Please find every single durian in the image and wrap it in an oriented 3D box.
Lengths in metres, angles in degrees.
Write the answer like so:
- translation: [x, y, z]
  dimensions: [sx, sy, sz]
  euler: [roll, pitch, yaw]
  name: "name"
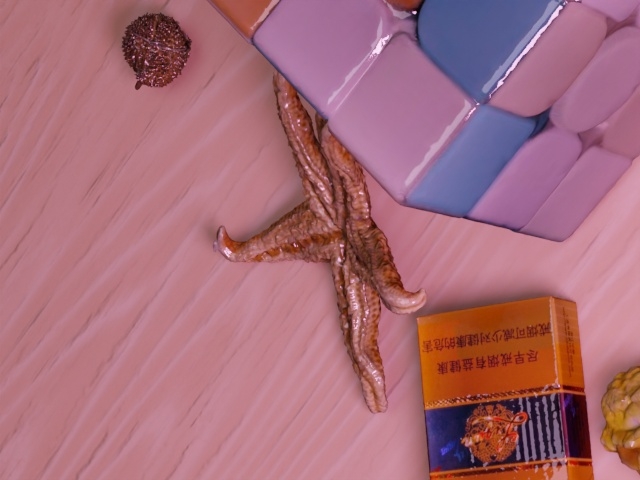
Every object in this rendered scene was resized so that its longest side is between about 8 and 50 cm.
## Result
- translation: [-0.184, -0.207, 2.185]
  dimensions: [0.080, 0.080, 0.091]
  euler: [41, 107, 28]
  name: "durian"

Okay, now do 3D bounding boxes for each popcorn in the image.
- translation: [0.311, 0.169, 1.825]
  dimensions: [0.116, 0.106, 0.121]
  euler: [-19, 74, 17]
  name: "popcorn"

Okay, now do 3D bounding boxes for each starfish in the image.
- translation: [0.007, -0.003, 1.995]
  dimensions: [0.327, 0.094, 0.375]
  euler: [-18, 93, 60]
  name: "starfish"

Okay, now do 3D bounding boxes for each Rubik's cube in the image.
- translation: [0.154, -0.243, 1.833]
  dimensions: [0.347, 0.346, 0.344]
  euler: [-49, 62, 15]
  name: "Rubik's cube"

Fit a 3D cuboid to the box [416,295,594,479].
- translation: [0.180, 0.182, 1.923]
  dimensions: [0.152, 0.070, 0.237]
  euler: [-11, 80, 29]
  name: "box"
